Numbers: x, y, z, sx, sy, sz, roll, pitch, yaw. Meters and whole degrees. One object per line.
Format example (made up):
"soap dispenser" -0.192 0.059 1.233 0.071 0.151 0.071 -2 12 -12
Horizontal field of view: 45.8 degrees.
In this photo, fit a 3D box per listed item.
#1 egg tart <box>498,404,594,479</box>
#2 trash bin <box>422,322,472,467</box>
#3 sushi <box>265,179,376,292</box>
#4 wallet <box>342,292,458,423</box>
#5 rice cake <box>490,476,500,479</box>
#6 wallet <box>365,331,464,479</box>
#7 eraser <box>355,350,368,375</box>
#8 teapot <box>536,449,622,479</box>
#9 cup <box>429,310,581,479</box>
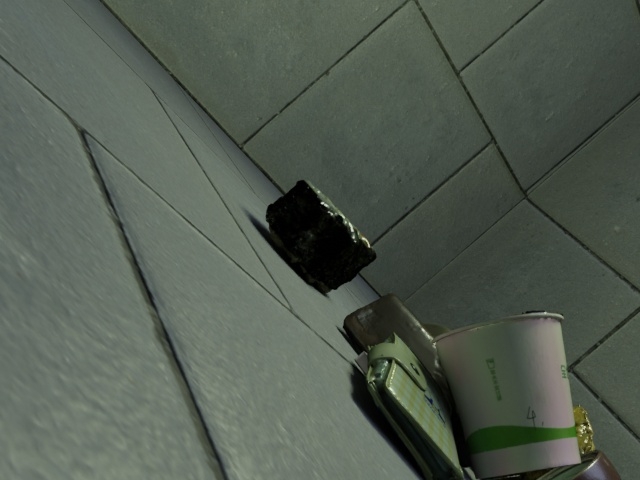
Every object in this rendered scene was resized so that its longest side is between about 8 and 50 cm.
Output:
"egg tart" 0.457 0.466 1.595 0.132 0.297 0.297 29 8 -14
"trash bin" 0.284 0.331 1.669 0.290 0.182 0.209 59 -2 40
"sushi" 0.000 0.000 1.820 0.211 0.171 0.350 48 2 27
"wallet" 0.188 0.245 1.569 0.309 0.165 0.042 50 -33 29
"rice cake" 0.520 0.661 2.023 0.206 0.063 0.069 48 1 -29
"wallet" 0.156 0.276 1.276 0.223 0.077 0.309 57 8 -1
"eraser" 0.111 0.264 1.456 0.105 0.026 0.065 51 2 39
"teapot" 0.478 0.558 1.297 0.312 0.233 0.315 56 13 16
"cup" 0.351 0.286 1.384 0.253 0.253 0.274 42 36 -67
